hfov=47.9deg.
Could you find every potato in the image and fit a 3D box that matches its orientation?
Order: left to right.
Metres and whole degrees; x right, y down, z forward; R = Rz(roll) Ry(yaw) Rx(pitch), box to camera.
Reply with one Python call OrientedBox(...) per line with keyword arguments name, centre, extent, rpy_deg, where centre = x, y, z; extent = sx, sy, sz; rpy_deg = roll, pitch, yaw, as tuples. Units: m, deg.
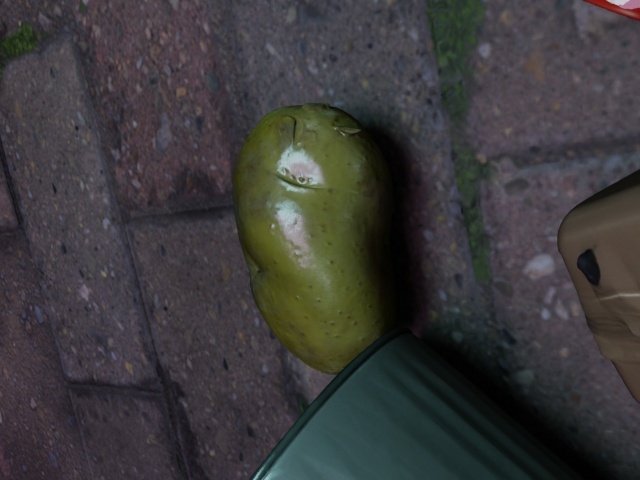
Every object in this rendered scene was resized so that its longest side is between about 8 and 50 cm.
OrientedBox(name="potato", centre=(0.000, 0.000, 0.657), extent=(0.169, 0.143, 0.248), rpy_deg=(-129, 27, -76))

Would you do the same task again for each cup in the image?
OrientedBox(name="cup", centre=(0.087, 0.330, 0.564), extent=(0.392, 0.310, 0.401), rpy_deg=(35, 91, 19))

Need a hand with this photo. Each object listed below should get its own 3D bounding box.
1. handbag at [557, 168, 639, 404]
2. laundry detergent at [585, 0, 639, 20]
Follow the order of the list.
OrientedBox(name="handbag", centre=(0.295, -0.020, 0.347), extent=(0.149, 0.283, 0.302), rpy_deg=(65, 169, 5))
OrientedBox(name="laundry detergent", centre=(0.224, -0.231, 0.466), extent=(0.097, 0.049, 0.165), rpy_deg=(34, 121, 29))
